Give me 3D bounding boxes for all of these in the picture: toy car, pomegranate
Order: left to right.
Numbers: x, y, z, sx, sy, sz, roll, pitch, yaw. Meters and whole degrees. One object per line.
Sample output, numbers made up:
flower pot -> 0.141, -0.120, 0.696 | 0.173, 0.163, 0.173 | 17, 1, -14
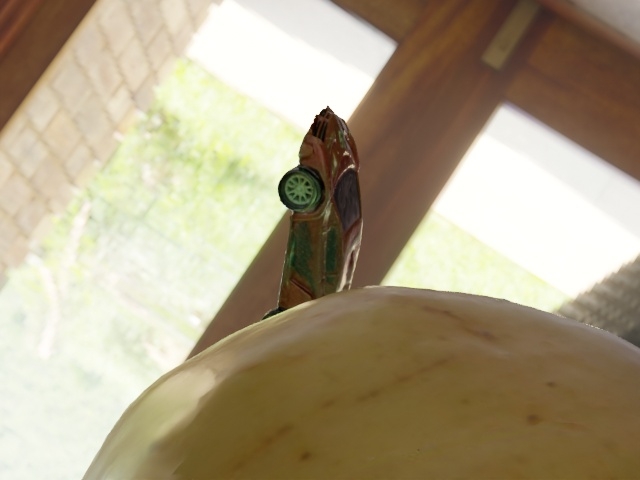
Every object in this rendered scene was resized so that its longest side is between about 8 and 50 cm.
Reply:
toy car -> 0.000, 0.000, 0.632 | 0.035, 0.122, 0.059 | 15, -158, 12
pomegranate -> 0.030, 0.188, 0.464 | 0.342, 0.342, 0.342 | 33, 169, 7
